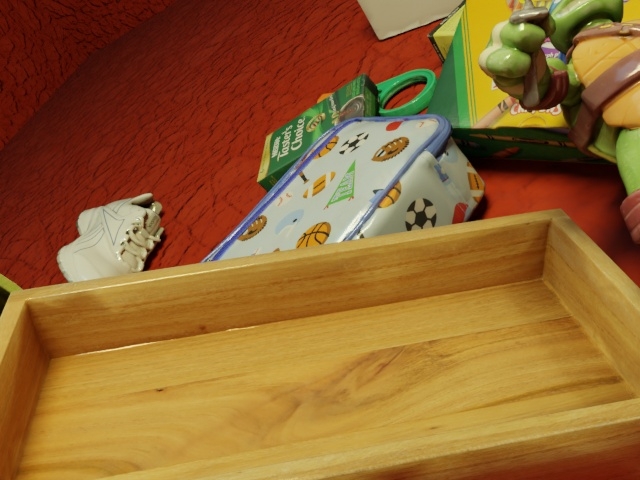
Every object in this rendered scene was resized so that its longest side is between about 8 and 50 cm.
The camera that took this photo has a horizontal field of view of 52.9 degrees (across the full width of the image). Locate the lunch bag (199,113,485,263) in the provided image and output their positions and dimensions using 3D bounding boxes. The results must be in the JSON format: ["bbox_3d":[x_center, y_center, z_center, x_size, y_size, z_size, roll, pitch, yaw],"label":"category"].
[{"bbox_3d":[0.000,0.000,0.655,0.303,0.115,0.243,-47,30,-16],"label":"lunch bag"}]

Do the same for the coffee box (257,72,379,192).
[{"bbox_3d":[-0.004,-0.144,0.889,0.184,0.040,0.113,-27,37,30],"label":"coffee box"}]

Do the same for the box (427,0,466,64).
[{"bbox_3d":[0.240,-0.256,0.791,0.087,0.058,0.232,-45,31,-11],"label":"box"}]

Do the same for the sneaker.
[{"bbox_3d":[-0.305,0.006,0.967,0.129,0.111,0.297,-29,33,5],"label":"sneaker"}]

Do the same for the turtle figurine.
[{"bbox_3d":[0.203,-0.098,0.346,0.274,0.198,0.266,120,140,-53],"label":"turtle figurine"}]

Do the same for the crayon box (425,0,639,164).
[{"bbox_3d":[0.240,-0.161,0.591,0.278,0.081,0.165,13,81,52],"label":"crayon box"}]

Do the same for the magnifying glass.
[{"bbox_3d":[0.076,-0.205,0.929,0.231,0.026,0.092,12,57,50],"label":"magnifying glass"}]

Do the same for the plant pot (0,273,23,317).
[{"bbox_3d":[-0.497,0.193,0.724,0.366,0.366,0.353,-54,23,-24],"label":"plant pot"}]

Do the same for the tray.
[{"bbox_3d":[0.000,0.087,0.408,0.411,0.076,0.203,-8,32,-5],"label":"tray"}]

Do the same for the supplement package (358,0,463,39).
[{"bbox_3d":[0.172,-0.469,1.049,0.194,0.149,0.203,-8,41,40],"label":"supplement package"}]
